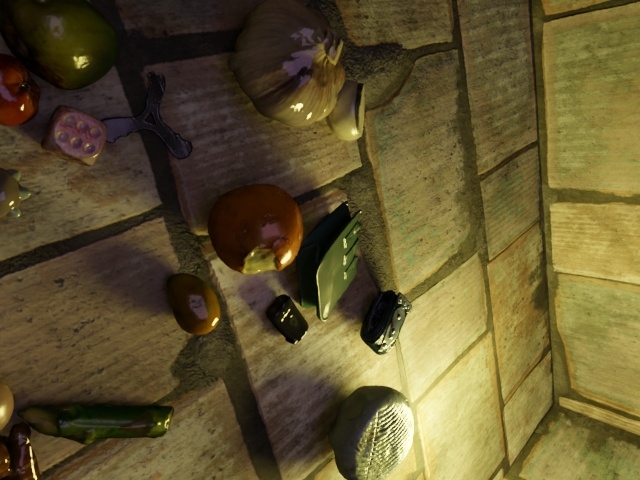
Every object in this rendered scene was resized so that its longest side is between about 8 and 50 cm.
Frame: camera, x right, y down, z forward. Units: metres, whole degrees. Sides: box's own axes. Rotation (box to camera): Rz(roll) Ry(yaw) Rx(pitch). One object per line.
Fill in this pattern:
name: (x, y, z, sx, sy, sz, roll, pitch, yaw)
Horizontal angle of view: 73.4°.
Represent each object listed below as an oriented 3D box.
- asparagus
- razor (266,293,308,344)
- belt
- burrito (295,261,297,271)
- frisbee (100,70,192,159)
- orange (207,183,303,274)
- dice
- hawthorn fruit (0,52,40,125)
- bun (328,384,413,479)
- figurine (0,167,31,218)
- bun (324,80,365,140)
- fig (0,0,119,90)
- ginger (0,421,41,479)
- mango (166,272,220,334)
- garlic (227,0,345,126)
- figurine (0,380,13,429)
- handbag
asparagus: (-0.474, 0.402, 0.955, 0.342, 0.085, 0.082, 24, 104, -43)
razor: (-0.096, 0.235, 1.271, 0.090, 0.054, 0.148, -48, 125, -25)
belt: (0.215, 0.278, 1.504, 0.128, 0.122, 0.218, 44, 61, -34)
burrito: (0.000, 0.000, 1.311, 0.226, 0.060, 0.087, -50, 169, -24)
frisbee: (-0.380, -0.289, 0.979, 0.210, 0.012, 0.188, 13, 86, -41)
orange: (-0.158, -0.028, 1.063, 0.239, 0.239, 0.240, -7, 101, -40)
dice: (-0.485, -0.204, 0.847, 0.093, 0.091, 0.094, 22, 81, -41)
hawthorn fruit: (-0.569, -0.268, 0.757, 0.125, 0.140, 0.125, 12, 90, -75)
bun: (0.164, 0.643, 1.464, 0.354, 0.194, 0.355, -10, 106, -39)
figurine: (-0.680, -0.055, 0.647, 0.380, 0.203, 0.248, -39, 113, -17)
bun: (0.069, -0.383, 1.276, 0.173, 0.119, 0.173, 3, 90, -79)
fig: (-0.467, -0.371, 0.784, 0.191, 0.180, 0.181, -29, 116, -54)
ginger: (-0.618, 0.448, 0.844, 0.103, 0.073, 0.162, -13, 99, -53)
mango: (-0.308, 0.153, 1.055, 0.111, 0.089, 0.163, -19, 100, -36)
garlic: (-0.066, -0.444, 1.103, 0.321, 0.241, 0.322, -12, 120, -23)
figurine: (-0.635, 0.311, 0.782, 0.125, 0.125, 0.138, -7, 113, -40)
handbag: (0.029, 0.066, 1.251, 0.238, 0.089, 0.327, -49, 154, -30)
